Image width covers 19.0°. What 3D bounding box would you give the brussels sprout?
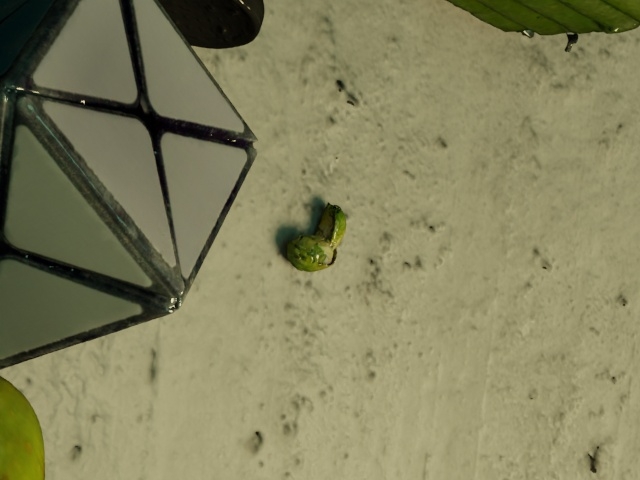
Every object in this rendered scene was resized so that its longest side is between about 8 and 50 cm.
[{"bbox_3d":[0.001,0.000,2.061,0.083,0.046,0.051,-45,123,-26],"label":"brussels sprout"}]

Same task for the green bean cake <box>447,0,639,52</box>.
[{"bbox_3d":[0.288,-0.381,2.075,0.218,0.319,0.335,17,84,-36],"label":"green bean cake"}]

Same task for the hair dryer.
[{"bbox_3d":[-0.030,-0.316,1.960,0.284,0.156,0.320,34,65,-21],"label":"hair dryer"}]

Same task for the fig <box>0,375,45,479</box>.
[{"bbox_3d":[-0.369,0.245,1.701,0.258,0.258,0.326,52,42,-26],"label":"fig"}]

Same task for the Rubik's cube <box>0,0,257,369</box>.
[{"bbox_3d":[-0.245,-0.074,1.707,0.255,0.260,0.259,55,32,-27],"label":"Rubik's cube"}]
